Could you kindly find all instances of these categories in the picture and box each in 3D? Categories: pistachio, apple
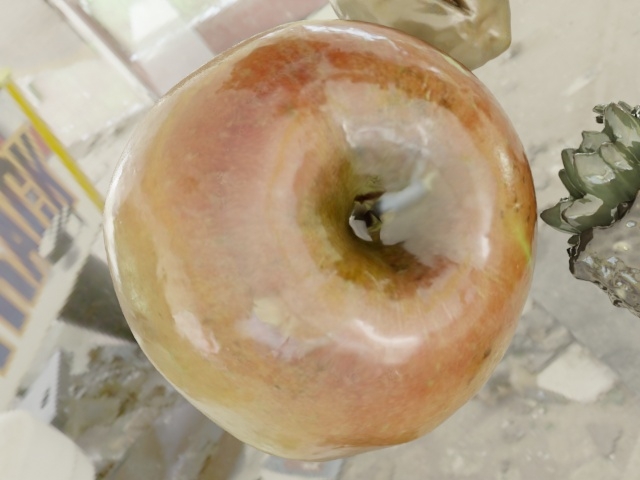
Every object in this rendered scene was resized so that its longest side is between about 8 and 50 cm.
[{"bbox_3d":[0.090,-0.219,0.969,0.185,0.124,0.124,31,72,27],"label":"pistachio"},{"bbox_3d":[0.000,0.000,0.838,0.338,0.338,0.305,-50,10,-15],"label":"apple"}]

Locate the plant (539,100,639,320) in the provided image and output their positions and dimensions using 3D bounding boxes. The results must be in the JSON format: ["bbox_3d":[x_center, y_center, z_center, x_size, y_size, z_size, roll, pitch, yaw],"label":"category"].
[{"bbox_3d":[0.248,-0.007,0.761,0.132,0.194,0.129,-47,-18,10],"label":"plant"}]
